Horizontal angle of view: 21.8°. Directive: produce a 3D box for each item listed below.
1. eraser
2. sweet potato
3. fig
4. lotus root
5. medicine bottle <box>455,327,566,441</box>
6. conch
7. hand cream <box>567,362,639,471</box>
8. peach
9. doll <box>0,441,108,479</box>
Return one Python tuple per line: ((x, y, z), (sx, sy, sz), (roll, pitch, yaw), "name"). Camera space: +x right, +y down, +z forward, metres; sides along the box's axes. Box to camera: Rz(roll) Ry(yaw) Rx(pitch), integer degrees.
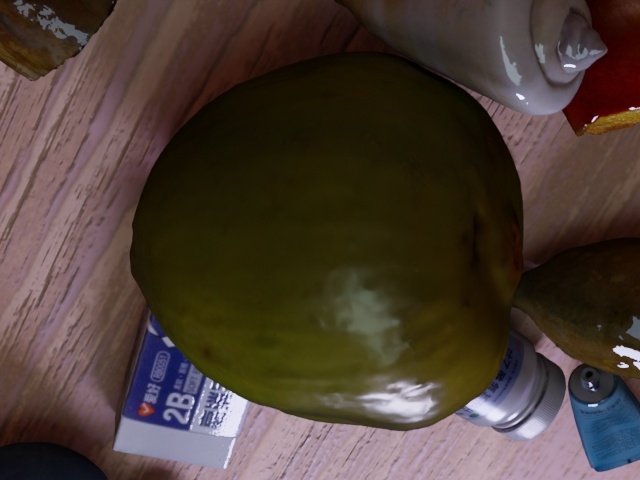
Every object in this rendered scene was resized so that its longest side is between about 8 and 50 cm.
((-0.123, 0.126, 1.613), (0.125, 0.068, 0.210), (11, 128, -12), "eraser")
((0.349, 0.068, 1.590), (0.370, 0.158, 0.157), (1, 124, -6), "sweet potato")
((0.000, 0.003, 1.404), (0.343, 0.343, 0.343), (-3, 125, -5), "fig")
((-0.231, -0.206, 1.367), (0.135, 0.095, 0.159), (27, 111, -19), "lotus root")
((0.144, 0.118, 1.627), (0.187, 0.102, 0.103), (32, 115, -25), "medicine bottle")
((0.127, -0.192, 1.349), (0.158, 0.255, 0.127), (3, 113, -58), "conch")
((0.297, 0.181, 1.698), (0.083, 0.048, 0.224), (-23, 146, 8), "hand cream")
((0.293, -0.160, 1.405), (0.190, 0.190, 0.192), (19, 103, -19), "peach")
((-0.264, 0.306, 1.690), (0.228, 0.154, 0.258), (-37, 114, 21), "doll")
